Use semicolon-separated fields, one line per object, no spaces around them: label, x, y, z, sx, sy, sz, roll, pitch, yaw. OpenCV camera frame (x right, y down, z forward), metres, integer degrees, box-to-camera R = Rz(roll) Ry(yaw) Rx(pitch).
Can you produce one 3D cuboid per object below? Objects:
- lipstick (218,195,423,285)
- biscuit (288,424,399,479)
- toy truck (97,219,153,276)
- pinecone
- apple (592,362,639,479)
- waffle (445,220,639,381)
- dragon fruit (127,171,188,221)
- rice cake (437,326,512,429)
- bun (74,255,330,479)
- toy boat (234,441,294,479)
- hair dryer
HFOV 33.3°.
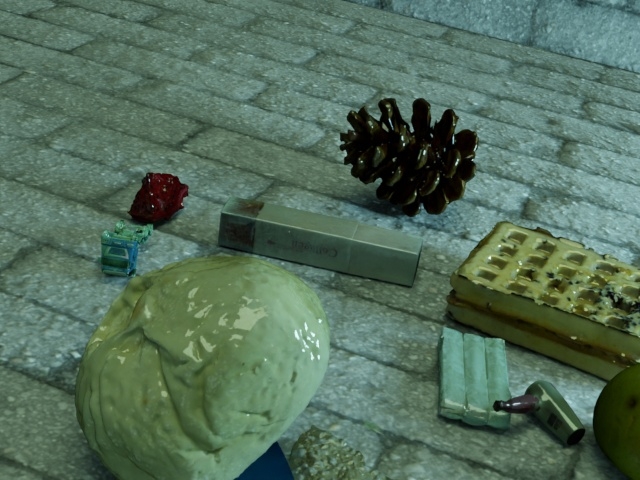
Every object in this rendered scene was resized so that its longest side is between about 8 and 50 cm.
lipstick;0.000;0.000;1.983;0.372;0.076;0.079;12;27;7
biscuit;0.044;0.340;1.433;0.250;0.032;0.133;28;36;30
toy truck;-0.344;0.013;1.895;0.067;0.081;0.175;9;10;0
pinecone;0.180;-0.179;2.168;0.309;0.244;0.244;23;20;-31
apple;0.498;0.266;1.559;0.197;0.156;0.196;9;20;-4
waffle;0.431;0.106;1.868;0.376;0.114;0.261;22;31;23
dragon fruit;-0.294;-0.073;2.056;0.063;0.097;0.131;31;17;30
rice cake;0.241;0.219;1.693;0.124;0.038;0.211;11;30;5
bun;-0.169;0.151;1.397;0.353;0.227;0.349;-16;36;40
toy boat;-0.091;0.306;1.427;0.096;0.061;0.299;-4;31;-19
hair dryer;0.314;0.256;1.602;0.154;0.054;0.106;11;28;-33
